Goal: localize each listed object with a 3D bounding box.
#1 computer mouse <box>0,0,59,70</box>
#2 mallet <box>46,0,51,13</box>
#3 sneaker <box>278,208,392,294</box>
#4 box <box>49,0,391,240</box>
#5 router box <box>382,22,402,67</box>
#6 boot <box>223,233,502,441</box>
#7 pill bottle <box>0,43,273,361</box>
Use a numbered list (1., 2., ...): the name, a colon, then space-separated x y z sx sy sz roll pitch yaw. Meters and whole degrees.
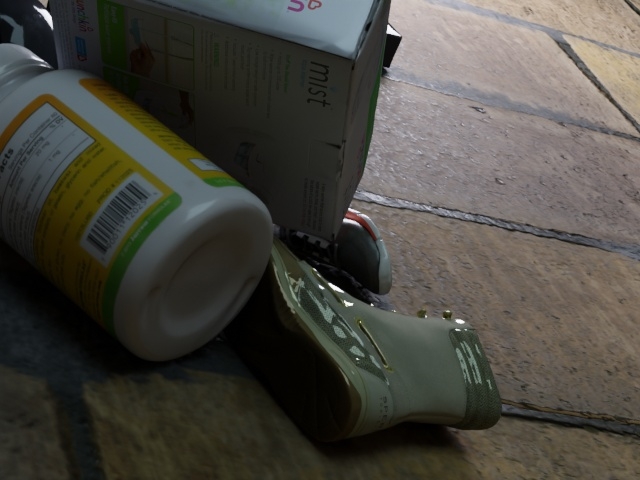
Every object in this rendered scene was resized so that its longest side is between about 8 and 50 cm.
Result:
1. computer mouse: -0.334 -0.223 1.552 0.184 0.060 0.262 7 29 -37
2. mallet: -0.178 -0.199 1.691 0.189 0.039 0.062 21 21 -20
3. sneaker: 0.000 0.000 1.433 0.065 0.061 0.158 -22 44 -24
4. box: -0.072 -0.136 1.318 0.231 0.262 0.127 16 61 6
5. router box: -0.015 -0.255 1.943 0.179 0.046 0.133 7 29 -34
6. boot: 0.024 0.064 1.274 0.165 0.077 0.213 3 36 -39
7. pill bottle: -0.162 -0.036 1.227 0.245 0.136 0.136 38 27 28
